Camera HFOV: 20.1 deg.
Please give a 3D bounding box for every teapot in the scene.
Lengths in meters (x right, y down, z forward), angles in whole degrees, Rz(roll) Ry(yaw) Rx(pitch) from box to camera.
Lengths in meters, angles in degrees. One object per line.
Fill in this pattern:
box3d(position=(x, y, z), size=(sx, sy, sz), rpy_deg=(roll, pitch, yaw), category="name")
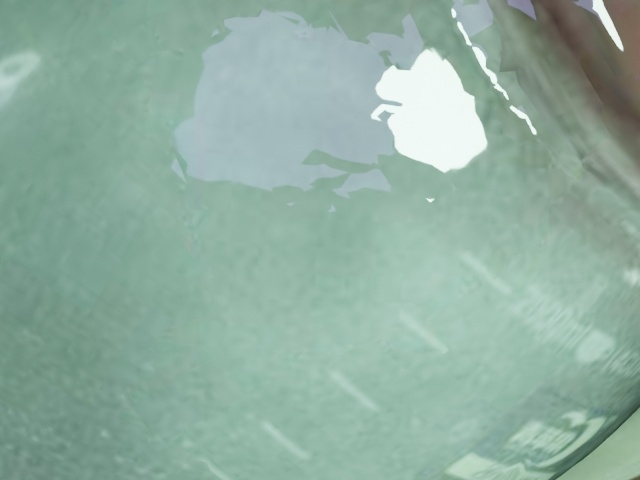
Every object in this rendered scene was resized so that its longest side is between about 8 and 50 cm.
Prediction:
box3d(position=(0.000, 0.000, 0.463), size=(0.312, 0.315, 0.233), rpy_deg=(-25, 51, 30), category="teapot")
